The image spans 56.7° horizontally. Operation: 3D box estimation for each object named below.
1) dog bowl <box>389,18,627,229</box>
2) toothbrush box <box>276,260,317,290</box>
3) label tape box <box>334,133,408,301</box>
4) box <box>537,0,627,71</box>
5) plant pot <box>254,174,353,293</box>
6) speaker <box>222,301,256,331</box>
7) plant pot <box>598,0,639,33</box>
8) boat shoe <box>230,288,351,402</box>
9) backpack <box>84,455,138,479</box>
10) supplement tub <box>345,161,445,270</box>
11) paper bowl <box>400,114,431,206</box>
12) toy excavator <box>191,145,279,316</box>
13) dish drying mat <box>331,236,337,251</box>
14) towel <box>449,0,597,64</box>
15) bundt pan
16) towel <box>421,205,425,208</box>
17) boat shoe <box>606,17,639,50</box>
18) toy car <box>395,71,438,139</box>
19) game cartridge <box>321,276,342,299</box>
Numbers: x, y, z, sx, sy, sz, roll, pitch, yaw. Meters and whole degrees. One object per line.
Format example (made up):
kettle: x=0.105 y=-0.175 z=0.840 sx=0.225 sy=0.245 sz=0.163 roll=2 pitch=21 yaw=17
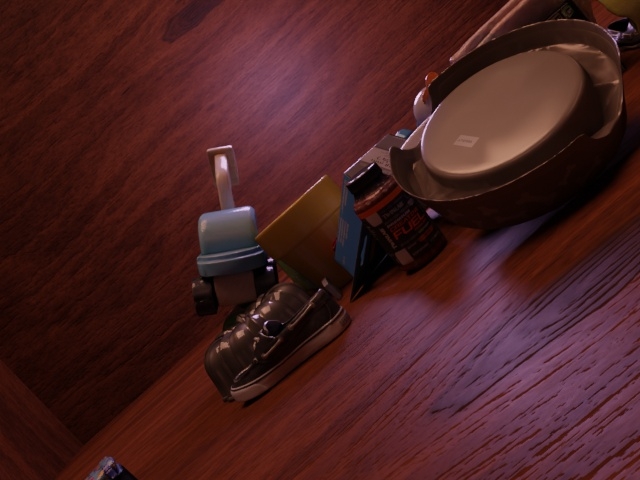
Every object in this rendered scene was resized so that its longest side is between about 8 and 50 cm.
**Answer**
dog bowl: x=0.274 y=-0.165 z=0.877 sx=0.349 sy=0.102 sz=0.348 roll=-30 pitch=35 yaw=24
toothbrush box: x=-0.050 y=0.036 z=1.806 sx=0.122 sy=0.206 sz=0.283 roll=-43 pitch=5 yaw=-18
label tape box: x=0.110 y=-0.060 z=1.323 sx=0.333 sy=0.106 sz=0.240 roll=-45 pitch=-30 yaw=-45
box: x=0.473 y=-0.346 z=1.184 sx=0.191 sy=0.184 sz=0.045 roll=-40 pitch=3 yaw=8
plant pot: x=0.000 y=0.000 z=1.531 sx=0.254 sy=0.239 sz=0.254 roll=-41 pitch=5 yaw=4
speaker: x=-0.201 y=0.230 z=1.725 sx=0.131 sy=0.131 sz=0.296 roll=-41 pitch=5 yaw=7
plant pot: x=0.617 y=-0.482 z=1.014 sx=0.254 sy=0.276 sz=0.276 roll=-53 pitch=-2 yaw=31
boat shoe: x=-0.083 y=0.204 z=1.164 sx=0.301 sy=0.102 sz=0.108 roll=-40 pitch=5 yaw=22
backpack: x=-0.409 y=0.498 z=1.079 sx=0.173 sy=0.117 sz=0.158 roll=-47 pitch=5 yaw=-23
supplement tub: x=0.132 y=-0.046 z=1.086 sx=0.106 sy=0.198 sz=0.106 roll=-39 pitch=10 yaw=8
paper bowl: x=0.290 y=-0.178 z=1.166 sx=0.284 sy=0.148 sz=0.284 roll=-42 pitch=17 yaw=16
toy excavator: x=-0.256 y=-0.051 z=1.705 sx=0.222 sy=0.445 sz=0.433 roll=-8 pitch=8 yaw=-3
dish drying mat: x=0.046 y=0.015 z=1.397 sx=0.032 sy=0.008 sz=0.083 roll=-70 pitch=-23 yaw=-5
towel: x=0.462 y=-0.394 z=1.291 sx=0.317 sy=0.053 sz=0.332 roll=-42 pitch=-39 yaw=10
bundt pan: x=-0.145 y=0.221 z=1.412 sx=0.331 sy=0.124 sz=0.331 roll=-41 pitch=5 yaw=4
towel: x=0.233 y=-0.069 z=1.567 sx=0.148 sy=0.027 sz=0.110 roll=-41 pitch=5 yaw=-7
boat shoe: x=0.673 y=-0.456 z=1.268 sx=0.075 sy=0.065 sz=0.206 roll=-41 pitch=5 yaw=8
toy car: x=0.303 y=-0.313 z=1.457 sx=0.219 sy=0.238 sz=0.210 roll=26 pitch=58 yaw=37
game cartridge: x=0.027 y=0.112 z=1.410 sx=0.017 sy=0.056 sz=0.083 roll=-49 pitch=5 yaw=4
